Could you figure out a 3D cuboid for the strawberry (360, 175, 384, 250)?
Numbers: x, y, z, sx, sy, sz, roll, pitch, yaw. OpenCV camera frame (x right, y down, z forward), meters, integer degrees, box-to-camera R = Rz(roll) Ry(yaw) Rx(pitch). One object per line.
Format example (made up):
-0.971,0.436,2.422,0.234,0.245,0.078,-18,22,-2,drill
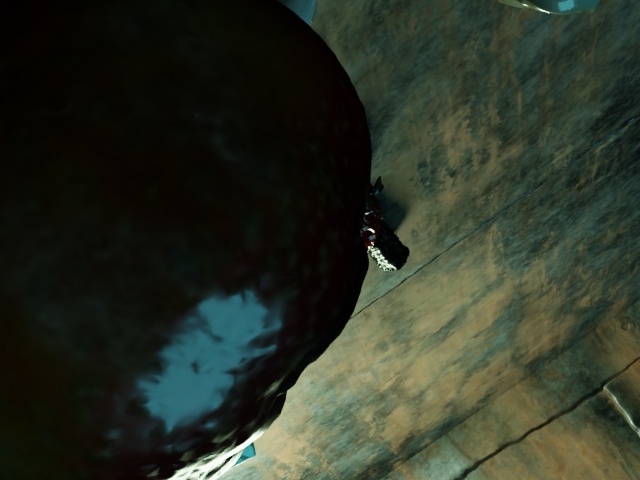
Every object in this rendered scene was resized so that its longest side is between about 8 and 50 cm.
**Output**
0.003,-0.002,1.584,0.192,0.085,0.140,-26,159,-18,strawberry

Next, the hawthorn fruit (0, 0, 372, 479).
-0.175,-0.019,0.917,0.403,0.402,0.403,-30,158,-13,hawthorn fruit

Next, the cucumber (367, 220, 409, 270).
0.080,0.002,1.756,0.053,0.053,0.181,-37,157,4,cucumber

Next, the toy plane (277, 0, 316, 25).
-0.050,-0.164,1.142,0.066,0.162,0.171,27,81,-42,toy plane

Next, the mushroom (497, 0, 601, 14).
0.209,-0.282,1.001,0.244,0.243,0.243,-30,158,-13,mushroom

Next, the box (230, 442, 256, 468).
-0.243,0.217,1.502,0.311,0.118,0.205,-24,118,-26,box
